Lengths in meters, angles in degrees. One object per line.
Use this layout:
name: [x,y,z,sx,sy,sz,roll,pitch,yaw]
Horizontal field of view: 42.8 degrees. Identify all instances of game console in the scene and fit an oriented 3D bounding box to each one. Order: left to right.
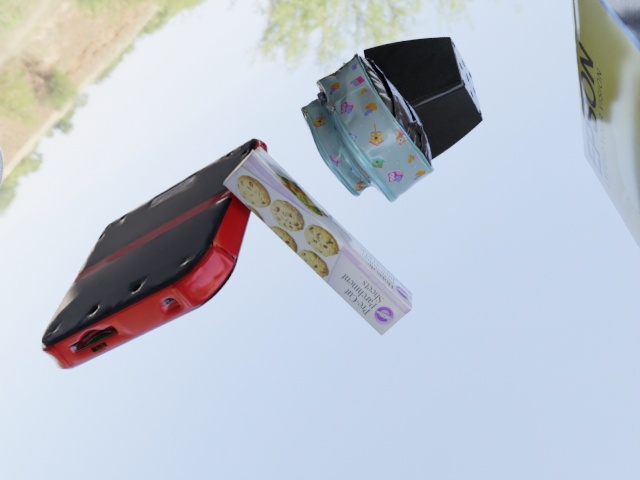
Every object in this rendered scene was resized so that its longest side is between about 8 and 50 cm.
game console: [-0.258,0.021,1.283,0.387,0.060,0.342,-25,-151,29]

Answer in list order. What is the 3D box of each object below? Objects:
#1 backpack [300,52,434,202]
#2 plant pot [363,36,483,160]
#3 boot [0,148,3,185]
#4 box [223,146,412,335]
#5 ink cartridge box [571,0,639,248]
backpack: [0.068,-0.143,1.120,0.144,0.166,0.188,-37,-140,5]
plant pot: [0.205,-0.279,1.562,0.167,0.187,0.188,-21,-125,19]
boot: [-0.341,-0.018,0.731,0.190,0.069,0.086,-59,-157,6]
box: [0.000,0.000,1.186,0.067,0.324,0.063,-43,-172,18]
ink cartridge box: [0.198,-0.114,0.476,0.072,0.303,0.307,-22,-132,5]
